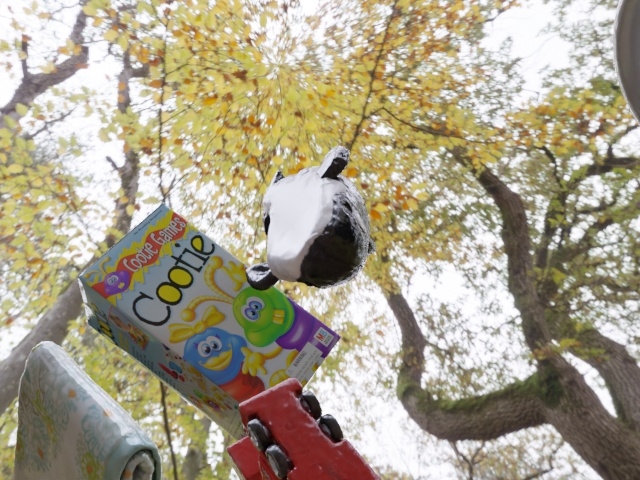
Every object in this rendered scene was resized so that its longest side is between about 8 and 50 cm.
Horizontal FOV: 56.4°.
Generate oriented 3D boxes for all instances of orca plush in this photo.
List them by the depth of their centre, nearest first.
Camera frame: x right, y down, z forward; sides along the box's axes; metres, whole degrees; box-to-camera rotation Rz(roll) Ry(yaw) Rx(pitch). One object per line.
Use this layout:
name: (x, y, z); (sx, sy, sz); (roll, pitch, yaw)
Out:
orca plush: (0.000, 0.000, 0.593); (0.102, 0.287, 0.151); (33, -101, -17)

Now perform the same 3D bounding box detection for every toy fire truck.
toy fire truck: (-0.008, 0.168, 0.395); (0.047, 0.192, 0.135); (-23, -52, -24)

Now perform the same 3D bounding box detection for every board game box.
board game box: (-0.137, 0.110, 0.737); (0.275, 0.144, 0.142); (36, -123, 6)

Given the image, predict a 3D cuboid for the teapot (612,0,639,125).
teapot: (0.380, -0.176, 0.472); (0.187, 0.252, 0.256); (-28, -68, -14)

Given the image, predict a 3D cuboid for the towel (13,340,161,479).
towel: (-0.389, 0.394, 0.949); (0.320, 0.090, 0.374); (25, -69, 34)
